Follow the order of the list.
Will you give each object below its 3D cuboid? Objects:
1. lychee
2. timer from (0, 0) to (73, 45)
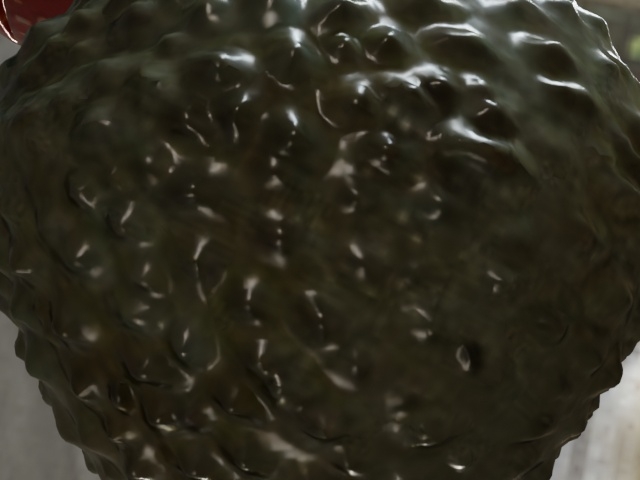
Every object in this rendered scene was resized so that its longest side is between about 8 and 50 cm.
[{"bbox_3d":[0.000,0.000,0.685,0.255,0.274,0.255,-43,-143,44],"label":"lychee"},{"bbox_3d":[-0.099,-0.287,1.208,0.378,0.279,0.378,-58,173,-12],"label":"timer"}]
